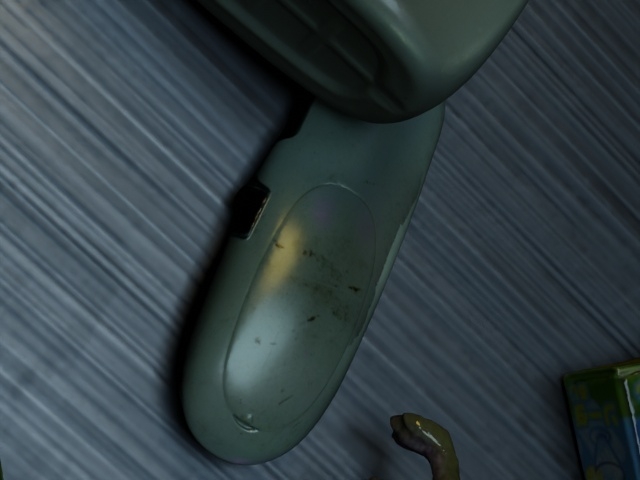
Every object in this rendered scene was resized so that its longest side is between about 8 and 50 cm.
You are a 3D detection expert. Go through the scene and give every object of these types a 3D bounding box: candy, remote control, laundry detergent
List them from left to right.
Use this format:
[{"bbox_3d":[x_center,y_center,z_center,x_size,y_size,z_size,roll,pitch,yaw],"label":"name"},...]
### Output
[{"bbox_3d":[-0.001,0.000,1.018,0.097,0.045,0.256,31,68,-23],"label":"remote control"},{"bbox_3d":[0.061,-0.282,1.037,0.264,0.124,0.398,39,66,-7],"label":"laundry detergent"},{"bbox_3d":[0.212,0.159,1.108,0.097,0.062,0.195,-13,90,-31],"label":"candy"}]

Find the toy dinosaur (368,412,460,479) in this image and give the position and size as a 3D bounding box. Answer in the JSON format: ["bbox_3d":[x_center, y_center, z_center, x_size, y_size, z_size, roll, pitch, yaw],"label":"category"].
[{"bbox_3d":[0.072,0.201,0.982,0.251,0.072,0.200,22,50,-8],"label":"toy dinosaur"}]

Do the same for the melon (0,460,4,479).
[{"bbox_3d":[-0.232,0.074,0.846,0.169,0.129,0.265,-10,91,-8],"label":"melon"}]
